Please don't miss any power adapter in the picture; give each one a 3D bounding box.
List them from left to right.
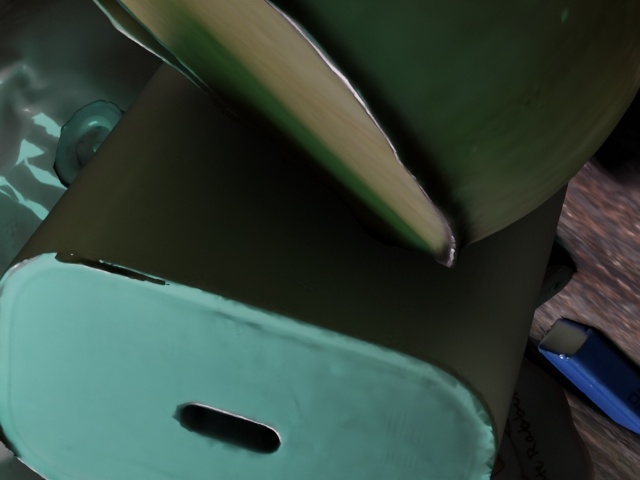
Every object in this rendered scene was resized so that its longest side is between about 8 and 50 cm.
[{"bbox_3d":[0.000,0.000,0.622,0.187,0.255,0.124,17,127,6],"label":"power adapter"}]

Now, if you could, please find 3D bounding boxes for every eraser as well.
[{"bbox_3d":[0.187,0.091,0.973,0.085,0.027,0.063,43,175,-13],"label":"eraser"}]

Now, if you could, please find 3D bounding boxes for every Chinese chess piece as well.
[{"bbox_3d":[-0.016,-0.107,0.454,0.257,0.104,0.257,41,174,6],"label":"Chinese chess piece"}]

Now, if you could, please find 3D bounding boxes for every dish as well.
[{"bbox_3d":[0.106,0.190,1.214,0.229,0.229,0.081,38,148,31],"label":"dish"}]

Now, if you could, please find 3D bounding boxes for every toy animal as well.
[{"bbox_3d":[-0.177,-0.016,0.929,0.258,0.357,0.194,10,-156,-3],"label":"toy animal"}]

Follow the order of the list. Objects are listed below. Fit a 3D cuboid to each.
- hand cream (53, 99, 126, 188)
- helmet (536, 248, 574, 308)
[{"bbox_3d":[-0.034,0.003,0.902,0.058,0.085,0.331,-6,158,31],"label":"hand cream"},{"bbox_3d":[0.044,0.000,0.855,0.177,0.107,0.153,44,176,-32],"label":"helmet"}]
